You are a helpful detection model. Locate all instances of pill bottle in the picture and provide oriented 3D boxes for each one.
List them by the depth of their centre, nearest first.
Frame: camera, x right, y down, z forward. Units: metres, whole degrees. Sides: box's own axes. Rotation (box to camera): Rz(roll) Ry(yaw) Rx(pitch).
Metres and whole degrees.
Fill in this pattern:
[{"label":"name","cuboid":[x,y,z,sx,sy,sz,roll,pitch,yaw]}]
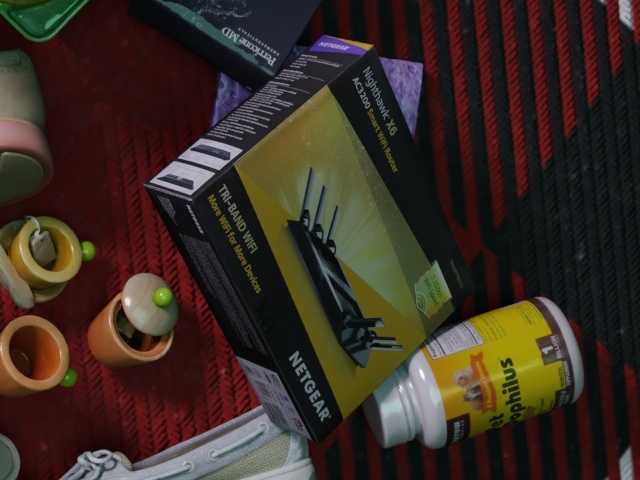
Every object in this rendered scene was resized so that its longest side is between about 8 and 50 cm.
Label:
[{"label":"pill bottle","cuboid":[0.151,0.140,1.751,0.215,0.117,0.117,-17,98,-12]}]

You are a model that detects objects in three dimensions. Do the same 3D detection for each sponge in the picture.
[{"label":"sponge","cuboid":[-0.005,-0.135,1.735,0.210,0.031,0.117,7,92,-13]}]

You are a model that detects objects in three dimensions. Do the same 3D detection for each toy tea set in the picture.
[{"label":"toy tea set","cuboid":[-0.271,0.053,1.584,0.336,0.124,0.200,-11,76,-44]}]

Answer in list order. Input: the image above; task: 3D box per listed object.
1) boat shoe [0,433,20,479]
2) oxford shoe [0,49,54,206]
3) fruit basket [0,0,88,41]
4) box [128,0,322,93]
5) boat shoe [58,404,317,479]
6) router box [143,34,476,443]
[{"label":"boat shoe","cuboid":[-0.451,0.262,1.635,0.335,0.095,0.112,-16,59,-15]},{"label":"oxford shoe","cuboid":[-0.450,-0.099,1.599,0.397,0.140,0.146,-3,61,-7]},{"label":"fruit basket","cuboid":[-0.234,-0.325,1.502,0.165,0.353,0.327,43,84,8]},{"label":"box","cuboid":[-0.077,-0.251,1.658,0.156,0.093,0.158,32,78,-7]},{"label":"boat shoe","cuboid":[-0.161,0.230,1.687,0.320,0.118,0.103,-10,88,-18]},{"label":"router box","cuboid":[0.000,0.000,1.636,0.243,0.081,0.309,-43,126,-24]}]
